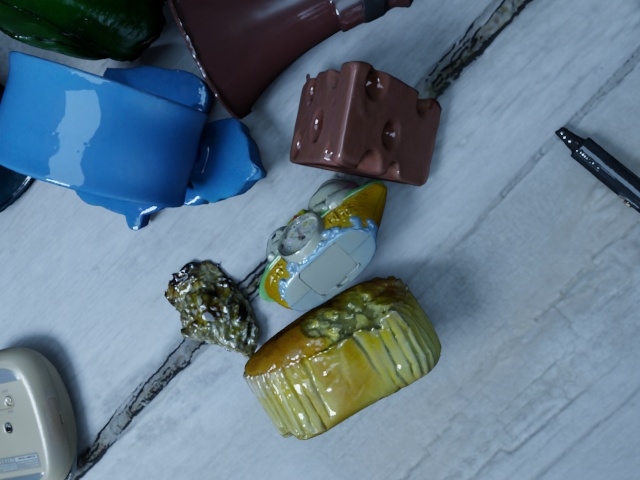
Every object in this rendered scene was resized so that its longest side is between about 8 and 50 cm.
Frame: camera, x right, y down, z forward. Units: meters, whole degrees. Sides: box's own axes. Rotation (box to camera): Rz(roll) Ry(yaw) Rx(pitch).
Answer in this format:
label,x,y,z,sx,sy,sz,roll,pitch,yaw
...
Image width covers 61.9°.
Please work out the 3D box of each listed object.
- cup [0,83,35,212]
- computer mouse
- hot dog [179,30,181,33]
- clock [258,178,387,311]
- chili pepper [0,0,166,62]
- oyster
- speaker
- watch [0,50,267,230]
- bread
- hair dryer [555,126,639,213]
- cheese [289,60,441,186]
label,x,y,z,sx,sy,sz,roll,pitch,yaw
cup,-0.597,-0.155,0.762,0.292,0.242,0.308,40,96,2
computer mouse,-0.470,0.284,0.851,0.145,0.082,0.237,-15,94,9
hot dog,-0.177,-0.339,0.783,0.030,0.034,0.090,27,117,-4
clock,0.000,0.000,0.732,0.231,0.144,0.103,-40,124,9
chili pepper,-0.325,-0.375,0.685,0.233,0.256,0.249,17,96,37
oyster,-0.162,0.111,0.807,0.105,0.056,0.177,-37,83,2
speaker,-0.020,-0.336,0.713,0.329,0.259,0.198,-27,129,4
watch,-0.238,-0.119,0.688,0.305,0.274,0.241,16,96,13
bread,0.024,0.149,0.710,0.250,0.179,0.133,-29,91,13
hair dryer,0.422,-0.075,0.695,0.255,0.070,0.128,45,99,8
cheese,0.075,-0.147,0.702,0.177,0.203,0.128,8,94,-21
